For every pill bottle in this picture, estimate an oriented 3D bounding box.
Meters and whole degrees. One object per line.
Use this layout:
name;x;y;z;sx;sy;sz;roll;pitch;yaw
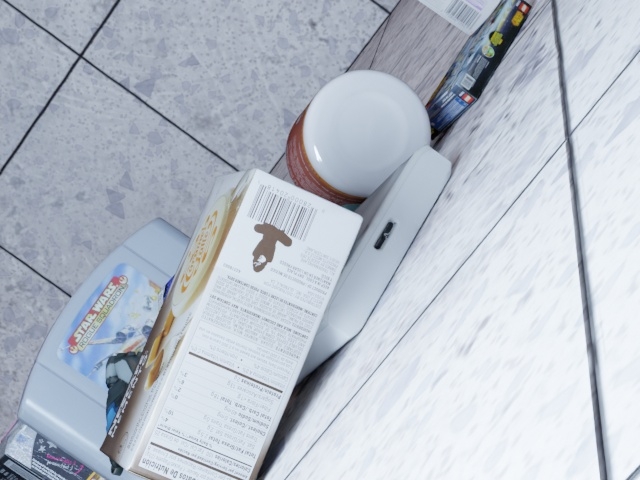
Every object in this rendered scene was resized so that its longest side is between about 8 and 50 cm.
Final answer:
pill bottle;0.029;-0.091;1.604;0.121;0.121;0.216;-55;4;-9

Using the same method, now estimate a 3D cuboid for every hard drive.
hard drive;-0.006;0.059;1.441;0.203;0.040;0.307;-58;8;-34

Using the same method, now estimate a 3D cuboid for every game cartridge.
game cartridge;-0.214;0.127;1.924;0.297;0.198;0.062;-57;7;-21

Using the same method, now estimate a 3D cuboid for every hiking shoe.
hiking shoe;-0.145;0.177;1.704;0.304;0.113;0.132;155;121;-66

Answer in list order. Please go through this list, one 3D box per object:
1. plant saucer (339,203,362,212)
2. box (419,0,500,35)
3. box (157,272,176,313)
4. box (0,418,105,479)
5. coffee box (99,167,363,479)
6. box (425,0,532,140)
plant saucer;0.000;0.000;1.568;0.119;0.021;0.119;-18;-17;-6
box;0.064;-0.351;1.866;0.067;0.324;0.063;-54;9;19
box;-0.104;0.115;1.403;0.054;0.059;0.169;138;134;-57
box;-0.305;0.260;2.033;0.142;0.163;0.247;-58;7;-21
coffee box;-0.073;0.076;1.280;0.246;0.098;0.141;-67;14;-6
box;0.148;-0.169;1.592;0.137;0.027;0.094;-57;8;-31
